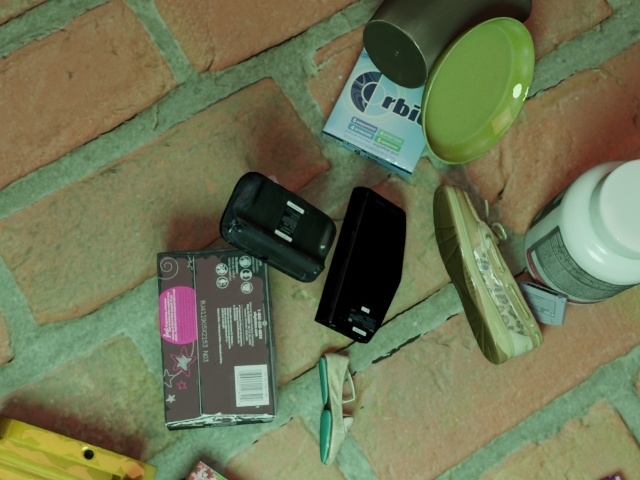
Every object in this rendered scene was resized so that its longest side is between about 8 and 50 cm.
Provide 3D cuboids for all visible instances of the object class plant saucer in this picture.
[{"bbox_3d":[0.235,-0.234,1.719,0.241,0.241,0.037,-44,50,-12],"label":"plant saucer"}]

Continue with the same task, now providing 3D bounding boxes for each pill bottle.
[{"bbox_3d":[0.415,-0.014,1.614,0.176,0.318,0.176,1,78,-4],"label":"pill bottle"}]

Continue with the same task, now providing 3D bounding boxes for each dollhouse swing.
[{"bbox_3d":[-0.387,0.427,1.466,0.315,0.305,0.347,19,77,0],"label":"dollhouse swing"}]

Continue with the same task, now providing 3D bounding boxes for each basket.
[{"bbox_3d":[0.183,-0.353,1.736,0.204,0.154,0.227,46,66,0],"label":"basket"}]

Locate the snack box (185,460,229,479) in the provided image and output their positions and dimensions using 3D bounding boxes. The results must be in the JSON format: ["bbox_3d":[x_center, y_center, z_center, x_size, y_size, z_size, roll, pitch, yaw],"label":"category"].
[{"bbox_3d":[-0.161,0.449,1.595,0.174,0.070,0.207,35,79,3],"label":"snack box"}]

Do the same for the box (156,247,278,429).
[{"bbox_3d":[-0.150,0.145,1.629,0.163,0.142,0.247,-3,79,-6],"label":"box"}]

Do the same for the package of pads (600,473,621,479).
[{"bbox_3d":[0.440,0.396,1.670,0.050,0.032,0.083,-24,80,-12],"label":"package of pads"}]

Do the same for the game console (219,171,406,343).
[{"bbox_3d":[0.000,0.000,1.606,0.044,0.361,0.213,3,71,43],"label":"game console"}]

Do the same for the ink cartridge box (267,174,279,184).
[{"bbox_3d":[-0.072,-0.029,1.678,0.056,0.135,0.099,-25,80,-6],"label":"ink cartridge box"}]

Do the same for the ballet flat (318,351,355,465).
[{"bbox_3d":[0.027,0.249,1.663,0.052,0.057,0.168,3,77,-13],"label":"ballet flat"}]

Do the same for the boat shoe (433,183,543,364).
[{"bbox_3d":[0.250,0.043,1.708,0.089,0.104,0.285,-19,89,-12],"label":"boat shoe"}]

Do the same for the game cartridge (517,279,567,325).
[{"bbox_3d":[0.336,0.097,1.709,0.083,0.056,0.017,22,32,33],"label":"game cartridge"}]

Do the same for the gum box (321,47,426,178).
[{"bbox_3d":[0.111,-0.214,1.781,0.157,0.041,0.184,25,77,2],"label":"gum box"}]
